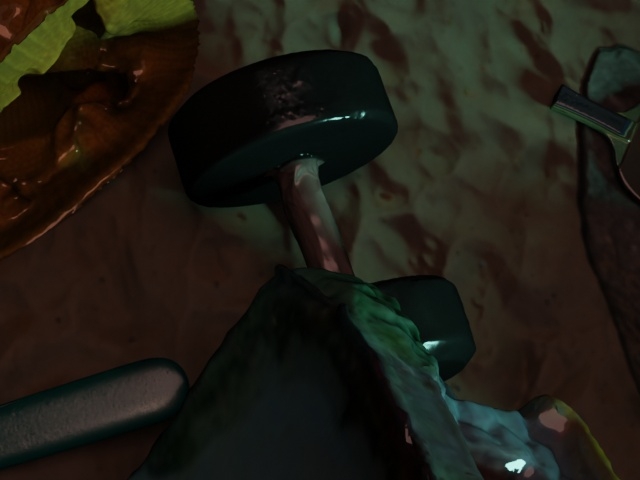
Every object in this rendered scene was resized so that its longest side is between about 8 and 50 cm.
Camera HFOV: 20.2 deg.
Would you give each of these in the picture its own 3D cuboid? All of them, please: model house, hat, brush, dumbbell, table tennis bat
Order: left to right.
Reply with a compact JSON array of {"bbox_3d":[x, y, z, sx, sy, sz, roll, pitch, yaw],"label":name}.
[{"bbox_3d":[-0.237,-0.150,1.173,0.233,0.244,0.233,-32,67,-26],"label":"hat"},{"bbox_3d":[-0.179,0.121,1.178,0.193,0.032,0.043,-17,80,-3],"label":"brush"},{"bbox_3d":[0.000,0.000,1.182,0.152,0.152,0.218,-14,75,-15],"label":"dumbbell"},{"bbox_3d":[0.102,0.240,1.013,0.339,0.297,0.360,16,31,-34],"label":"model house"},{"bbox_3d":[0.243,-0.070,1.327,0.158,0.014,0.095,27,71,-4],"label":"table tennis bat"}]
